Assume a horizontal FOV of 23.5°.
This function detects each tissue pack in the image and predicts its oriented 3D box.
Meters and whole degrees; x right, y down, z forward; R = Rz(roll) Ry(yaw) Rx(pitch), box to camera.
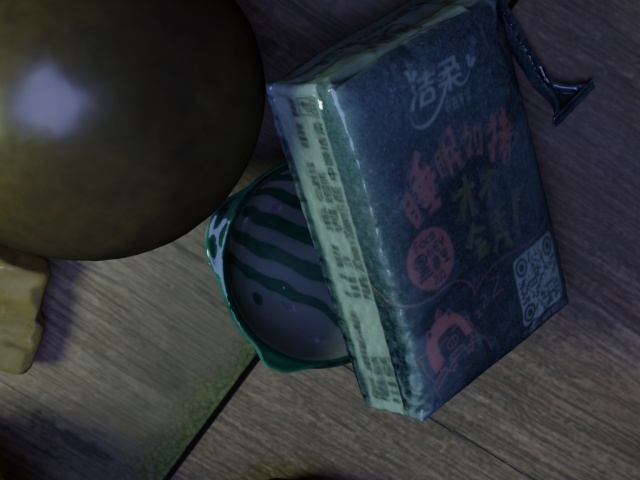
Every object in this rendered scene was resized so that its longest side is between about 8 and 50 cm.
[{"bbox_3d":[0.097,-0.035,1.328,0.103,0.228,0.315,6,121,45],"label":"tissue pack"}]

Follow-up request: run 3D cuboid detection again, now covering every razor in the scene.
[{"bbox_3d":[0.167,-0.190,1.365,0.190,0.066,0.033,52,150,-13],"label":"razor"}]

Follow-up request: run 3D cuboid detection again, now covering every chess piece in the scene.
[{"bbox_3d":[-0.403,0.040,1.445,0.301,0.137,0.137,19,112,-19],"label":"chess piece"}]

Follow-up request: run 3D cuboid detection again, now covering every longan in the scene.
[{"bbox_3d":[-0.203,-0.134,1.257,0.319,0.319,0.319,1,112,2],"label":"longan"}]

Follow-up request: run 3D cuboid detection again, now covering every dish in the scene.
[{"bbox_3d":[0.000,0.000,1.409,0.224,0.078,0.246,24,91,-19],"label":"dish"}]

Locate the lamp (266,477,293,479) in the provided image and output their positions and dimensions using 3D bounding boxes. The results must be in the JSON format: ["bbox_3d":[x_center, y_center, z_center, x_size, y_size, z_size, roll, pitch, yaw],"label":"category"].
[{"bbox_3d":[-0.036,0.326,1.520,0.182,0.140,0.182,1,107,2],"label":"lamp"}]

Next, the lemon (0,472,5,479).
[{"bbox_3d":[-0.423,0.315,1.468,0.322,0.268,0.268,-14,112,32],"label":"lemon"}]
